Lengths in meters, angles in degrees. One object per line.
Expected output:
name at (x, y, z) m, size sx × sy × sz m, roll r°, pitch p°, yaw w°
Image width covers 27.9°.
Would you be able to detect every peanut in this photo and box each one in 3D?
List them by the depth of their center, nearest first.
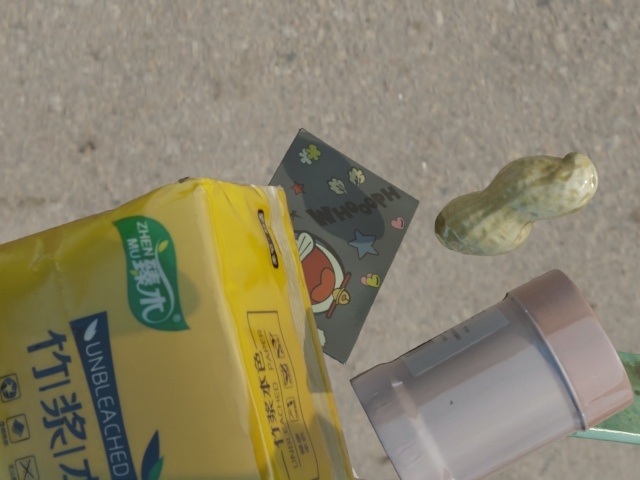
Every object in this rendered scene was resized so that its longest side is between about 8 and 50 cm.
peanut at (0.205, -0.038, 1.357) m, size 0.187 × 0.082 × 0.082 m, roll -33°, pitch 130°, yaw 26°

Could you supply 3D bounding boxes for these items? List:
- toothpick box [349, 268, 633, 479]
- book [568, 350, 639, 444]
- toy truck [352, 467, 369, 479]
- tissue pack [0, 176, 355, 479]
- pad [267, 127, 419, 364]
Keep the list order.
toothpick box at (0.105, 0.094, 0.803) m, size 0.149 × 0.098 × 0.098 m, roll -28°, pitch 134°, yaw -1°
book at (0.223, 0.121, 1.051) m, size 0.135 × 0.103 × 0.017 m, roll 10°, pitch 129°, yaw -22°
toy truck at (-0.034, 0.316, 1.434) m, size 0.161 × 0.213 × 0.177 m, roll -30°, pitch 88°, yaw 42°
tissue pack at (-0.140, 0.162, 1.121) m, size 0.293 × 0.382 × 0.228 m, roll -17°, pitch 171°, yaw 22°
pad at (0.000, 0.000, 1.427) m, size 0.170 × 0.245 × 0.006 m, roll 31°, pitch 145°, yaw -6°
